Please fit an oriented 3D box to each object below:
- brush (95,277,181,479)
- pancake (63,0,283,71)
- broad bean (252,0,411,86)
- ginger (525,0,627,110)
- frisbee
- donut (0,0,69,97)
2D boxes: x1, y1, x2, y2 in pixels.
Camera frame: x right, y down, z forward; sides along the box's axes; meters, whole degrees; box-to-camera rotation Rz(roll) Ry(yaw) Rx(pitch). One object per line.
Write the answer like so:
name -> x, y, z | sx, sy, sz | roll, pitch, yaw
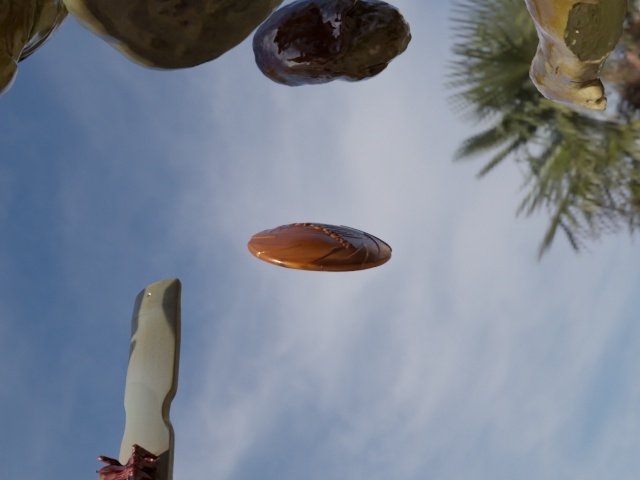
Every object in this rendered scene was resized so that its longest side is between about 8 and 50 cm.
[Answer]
brush -> -0.163, 0.167, 0.924 | 0.050, 0.060, 0.321 | 42, -145, -42
pancake -> -0.101, -0.278, 0.941 | 0.294, 0.049, 0.294 | -31, -33, -23
broad bean -> 0.013, -0.283, 1.477 | 0.156, 0.228, 0.122 | -50, -50, -49
ginger -> 0.175, -0.187, 0.775 | 0.086, 0.131, 0.294 | -49, -22, -12
frisbee -> 0.000, 0.000, 1.375 | 0.192, 0.192, 0.035 | -18, -63, -53
donut -> -0.441, -0.230, 1.182 | 0.170, 0.360, 0.360 | 52, -121, -30
